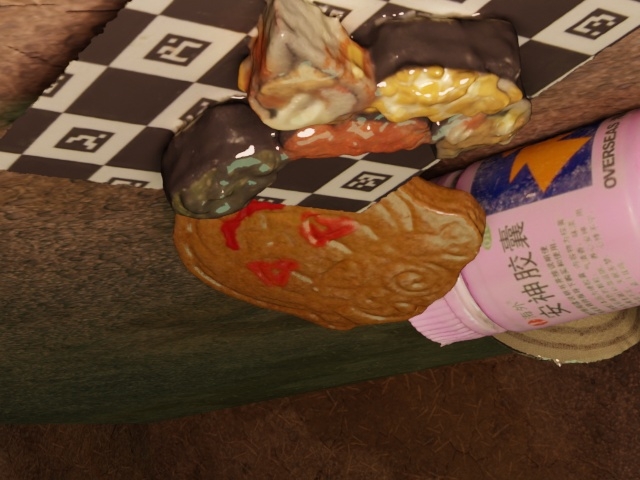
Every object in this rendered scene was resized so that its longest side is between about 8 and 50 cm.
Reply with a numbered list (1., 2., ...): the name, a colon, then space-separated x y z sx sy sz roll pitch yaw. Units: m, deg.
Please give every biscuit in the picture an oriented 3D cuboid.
1. biscuit: 0.000 0.002 1.185 0.257 0.049 0.273 26 146 -18

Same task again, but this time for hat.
1. hat: 0.318 0.043 1.718 0.252 0.252 0.110 -6 126 -14

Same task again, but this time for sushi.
1. sushi: 0.007 -0.078 0.860 0.343 0.064 0.359 6 154 -38

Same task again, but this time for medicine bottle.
1. medicine bottle: 0.222 -0.009 1.262 0.290 0.178 0.178 -16 167 35
